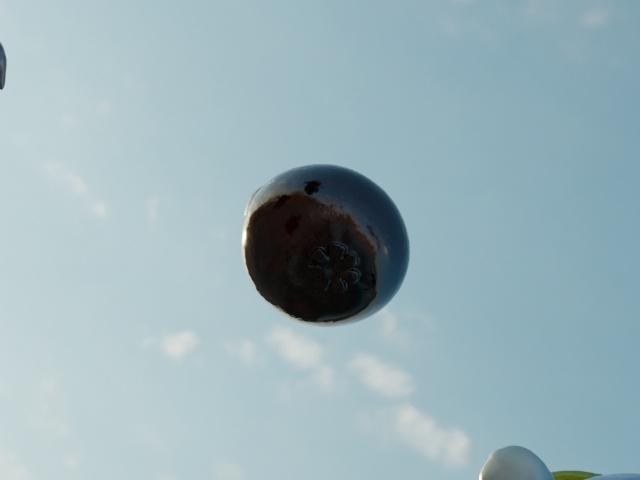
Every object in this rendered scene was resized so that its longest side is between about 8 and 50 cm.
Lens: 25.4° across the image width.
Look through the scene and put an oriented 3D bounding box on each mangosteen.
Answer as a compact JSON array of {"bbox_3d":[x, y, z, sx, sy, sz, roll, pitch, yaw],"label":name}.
[{"bbox_3d":[0.000,0.000,1.490,0.200,0.200,0.200,25,-44,27],"label":"mangosteen"}]

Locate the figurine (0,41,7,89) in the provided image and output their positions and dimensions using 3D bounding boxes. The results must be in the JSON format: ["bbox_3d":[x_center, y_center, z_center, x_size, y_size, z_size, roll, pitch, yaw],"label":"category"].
[{"bbox_3d":[-0.289,-0.165,0.985,0.176,0.287,0.186,27,-20,-12],"label":"figurine"}]

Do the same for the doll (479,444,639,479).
[{"bbox_3d":[0.114,0.139,0.551,0.135,0.098,0.241,15,-6,-2],"label":"doll"}]
